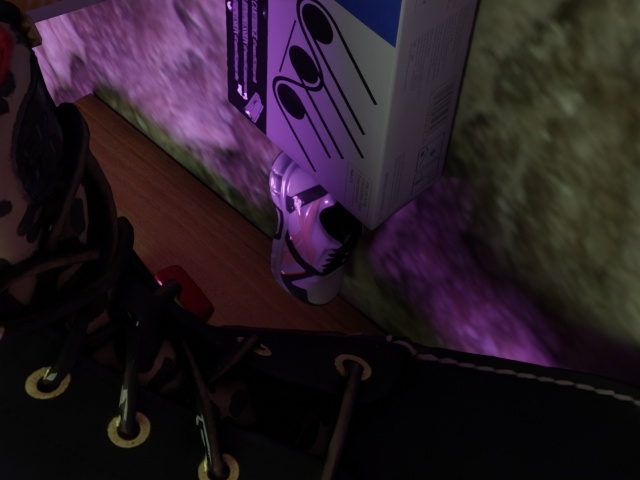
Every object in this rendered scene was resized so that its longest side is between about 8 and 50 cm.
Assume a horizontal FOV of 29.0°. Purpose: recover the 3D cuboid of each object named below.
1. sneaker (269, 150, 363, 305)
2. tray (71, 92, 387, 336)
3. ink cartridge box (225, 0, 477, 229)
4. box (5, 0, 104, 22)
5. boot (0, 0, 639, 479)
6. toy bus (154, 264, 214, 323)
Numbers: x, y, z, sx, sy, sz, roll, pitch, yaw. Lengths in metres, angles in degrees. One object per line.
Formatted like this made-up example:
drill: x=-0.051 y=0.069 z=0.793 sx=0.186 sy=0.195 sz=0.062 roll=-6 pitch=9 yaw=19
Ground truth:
sneaker: x=0.000 y=0.000 z=0.626 sx=0.044 sy=0.040 sz=0.109 roll=37 pitch=151 yaw=31
tray: x=-0.037 y=0.093 z=0.780 sx=0.411 sy=0.076 sz=0.203 roll=39 pitch=152 yaw=33
ink cartridge box: x=0.009 y=-0.101 z=0.464 sx=0.097 sy=0.046 sz=0.207 roll=43 pitch=154 yaw=22
box: x=-0.130 y=-0.156 z=0.523 sx=0.203 sy=0.103 sz=0.114 roll=26 pitch=135 yaw=64
boot: x=-0.058 y=0.045 z=0.464 sx=0.377 sy=0.138 sz=0.284 roll=1 pitch=143 yaw=27
toy bus: x=-0.093 y=0.115 z=0.693 sx=0.202 sy=0.104 sz=0.191 roll=2 pitch=124 yaw=62
